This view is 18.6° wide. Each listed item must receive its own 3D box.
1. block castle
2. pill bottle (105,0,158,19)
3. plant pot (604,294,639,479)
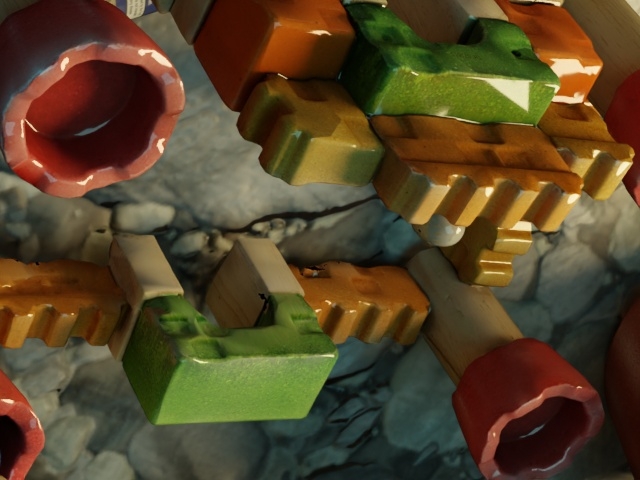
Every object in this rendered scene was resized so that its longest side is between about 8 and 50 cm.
[{"bbox_3d":[0.000,0.000,1.032,0.453,0.213,0.303,2,129,-33],"label":"block castle"},{"bbox_3d":[-0.066,-0.179,1.050,0.169,0.094,0.094,-19,120,-15],"label":"pill bottle"},{"bbox_3d":[0.319,0.144,1.261,0.272,0.265,0.272,-5,121,-9],"label":"plant pot"}]
